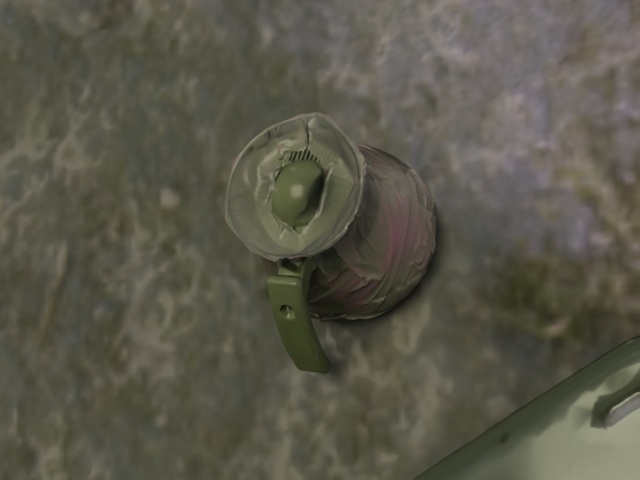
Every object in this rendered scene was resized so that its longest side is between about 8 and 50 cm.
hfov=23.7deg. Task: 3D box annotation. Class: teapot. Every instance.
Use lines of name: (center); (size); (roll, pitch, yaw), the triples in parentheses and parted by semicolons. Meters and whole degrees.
teapot: (0.000, 0.000, 0.514); (0.064, 0.064, 0.083); (7, 75, 25)

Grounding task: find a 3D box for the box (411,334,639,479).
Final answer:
box: (0.060, 0.130, 0.409); (0.210, 0.129, 0.148); (-36, 62, 8)
